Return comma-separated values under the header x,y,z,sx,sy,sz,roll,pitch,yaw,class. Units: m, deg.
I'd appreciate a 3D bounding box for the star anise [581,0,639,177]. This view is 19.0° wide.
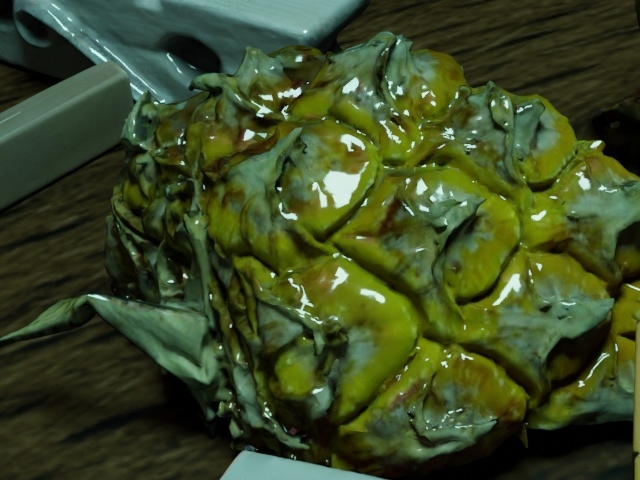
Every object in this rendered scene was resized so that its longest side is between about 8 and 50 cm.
x,y,z,sx,sy,sz,roll,pitch,yaw,class
0.248,-0.058,0.840,0.237,0.148,0.346,-29,29,-21,star anise

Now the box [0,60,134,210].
x,y,z,sx,sy,sz,roll,pitch,yaw,class
-0.150,-0.054,1.022,0.115,0.048,0.025,-33,47,-28,box

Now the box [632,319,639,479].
x,y,z,sx,sy,sz,roll,pitch,yaw,class
0.193,0.133,0.644,0.174,0.076,0.274,-1,36,11,box

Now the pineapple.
x,y,z,sx,sy,sz,roll,pitch,yaw,class
-0.002,0.003,0.810,0.334,0.161,0.158,15,44,28,pineapple

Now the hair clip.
x,y,z,sx,sy,sz,roll,pitch,yaw,class
-0.115,-0.131,1.086,0.331,0.101,0.085,22,42,35,hair clip

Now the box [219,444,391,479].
x,y,z,sx,sy,sz,roll,pitch,yaw,class
-0.025,0.172,0.668,0.123,0.050,0.229,7,39,27,box
